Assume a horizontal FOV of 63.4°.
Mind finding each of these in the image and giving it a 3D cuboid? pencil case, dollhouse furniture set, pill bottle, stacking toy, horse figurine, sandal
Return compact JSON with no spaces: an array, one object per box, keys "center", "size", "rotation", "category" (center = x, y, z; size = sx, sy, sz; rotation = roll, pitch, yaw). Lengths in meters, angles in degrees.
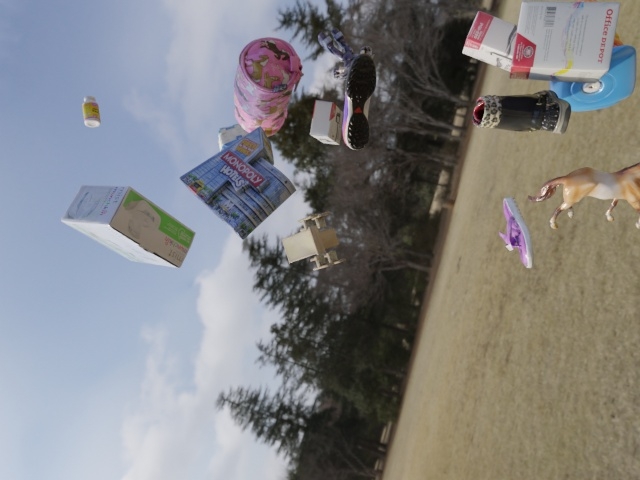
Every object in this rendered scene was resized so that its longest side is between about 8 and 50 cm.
[{"center":[-0.162,-0.434,1.517],"size":[0.160,0.167,0.386],"rotation":[-44,3,-14],"category":"pencil case"},{"center":[0.000,0.000,2.022],"size":[0.242,0.161,0.212],"rotation":[-16,-93,-48],"category":"dollhouse furniture set"},{"center":[-0.655,-0.369,1.479],"size":[0.043,0.044,0.083],"rotation":[65,-169,-76],"category":"pill bottle"},{"center":[0.639,-0.474,1.238],"size":[0.165,0.175,0.301],"rotation":[50,-137,-50],"category":"stacking toy"},{"center":[0.581,-0.100,1.085],"size":[0.174,0.264,0.066],"rotation":[77,-159,-45],"category":"horse figurine"},{"center":[0.771,-0.025,2.079],"size":[0.416,0.102,0.169],"rotation":[-78,-27,-57],"category":"sandal"}]

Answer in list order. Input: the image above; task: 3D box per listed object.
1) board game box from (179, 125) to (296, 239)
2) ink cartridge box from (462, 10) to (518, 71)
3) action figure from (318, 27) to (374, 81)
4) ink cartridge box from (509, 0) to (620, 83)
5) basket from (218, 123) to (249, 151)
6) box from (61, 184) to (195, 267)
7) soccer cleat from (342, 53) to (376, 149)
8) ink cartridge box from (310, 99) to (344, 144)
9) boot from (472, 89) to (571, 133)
[{"center":[-0.150,-0.129,1.036],"size":[0.194,0.194,0.060],"rotation":[-45,-34,-9],"category":"board game box"},{"center":[0.550,-0.585,1.557],"size":[0.158,0.218,0.092],"rotation":[-24,-43,-78],"category":"ink cartridge box"},{"center":[0.107,-0.737,2.069],"size":[0.185,0.285,0.099],"rotation":[-30,-29,-2],"category":"action figure"},{"center":[0.482,-0.393,1.036],"size":[0.127,0.176,0.128],"rotation":[-13,-68,-71],"category":"ink cartridge box"},{"center":[-0.327,-0.347,2.221],"size":[0.254,0.201,0.288],"rotation":[97,156,-59],"category":"basket"},{"center":[-0.533,-0.035,1.453],"size":[0.262,0.231,0.126],"rotation":[43,-121,-47],"category":"box"},{"center":[0.121,-0.479,1.790],"size":[0.116,0.109,0.318],"rotation":[-130,40,-64],"category":"soccer cleat"},{"center":[0.024,-0.373,1.652],"size":[0.150,0.063,0.109],"rotation":[-3,-78,-73],"category":"ink cartridge box"},{"center":[0.426,-0.290,1.144],"size":[0.236,0.179,0.085],"rotation":[-78,-8,-68],"category":"boot"}]
